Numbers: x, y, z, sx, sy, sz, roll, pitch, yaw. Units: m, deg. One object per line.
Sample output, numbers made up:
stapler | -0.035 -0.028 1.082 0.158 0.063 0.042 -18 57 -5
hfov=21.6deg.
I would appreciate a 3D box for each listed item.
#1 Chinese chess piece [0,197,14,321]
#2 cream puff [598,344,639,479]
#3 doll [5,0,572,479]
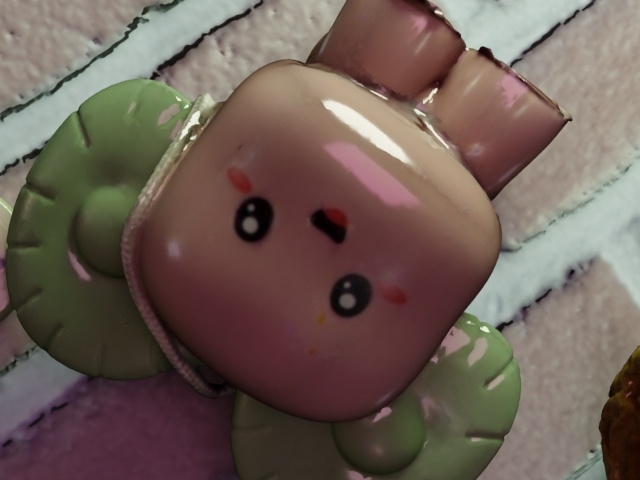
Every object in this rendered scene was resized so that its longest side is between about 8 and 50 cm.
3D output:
Chinese chess piece | -0.196 0.010 0.894 0.084 0.034 0.084 2 81 -14
cream puff | 0.271 0.109 0.937 0.169 0.183 0.183 -23 86 -41
doll | 0.000 0.000 0.882 0.284 0.216 0.268 39 96 -1
